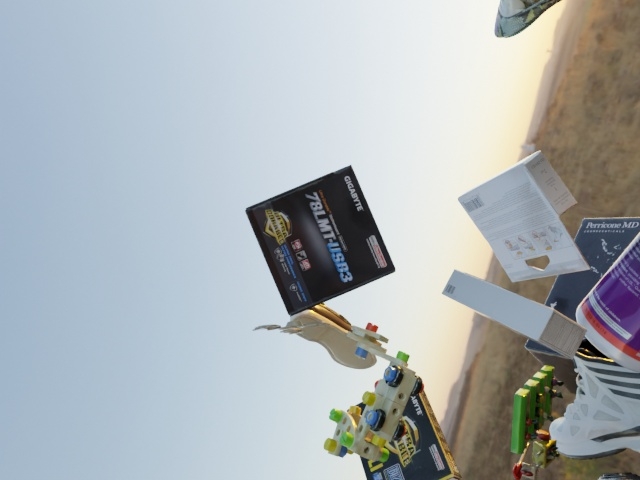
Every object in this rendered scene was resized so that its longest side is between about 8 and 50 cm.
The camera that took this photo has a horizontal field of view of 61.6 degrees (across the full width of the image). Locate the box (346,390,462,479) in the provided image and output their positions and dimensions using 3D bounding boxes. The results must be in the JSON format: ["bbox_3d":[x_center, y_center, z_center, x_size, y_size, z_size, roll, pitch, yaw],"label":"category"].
[{"bbox_3d":[0.241,0.613,1.628,0.079,0.257,0.322,41,-158,-44],"label":"box"}]

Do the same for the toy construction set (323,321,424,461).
[{"bbox_3d":[0.119,0.359,1.242,0.215,0.151,0.328,173,110,-69],"label":"toy construction set"}]

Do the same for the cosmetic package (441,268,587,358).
[{"bbox_3d":[0.330,0.121,0.941,0.098,0.239,0.060,30,-91,-29],"label":"cosmetic package"}]

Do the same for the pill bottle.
[{"bbox_3d":[0.630,0.074,0.969,0.181,0.181,0.323,-44,-19,-57],"label":"pill bottle"}]

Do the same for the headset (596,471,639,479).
[{"bbox_3d":[0.548,0.496,0.896,0.185,0.243,0.394,18,-60,-41],"label":"headset"}]

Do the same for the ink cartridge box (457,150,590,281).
[{"bbox_3d":[0.475,-0.041,1.246,0.066,0.261,0.296,-33,-1,-16],"label":"ink cartridge box"}]

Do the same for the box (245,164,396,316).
[{"bbox_3d":[0.000,0.000,1.358,0.073,0.293,0.296,55,-167,-89],"label":"box"}]

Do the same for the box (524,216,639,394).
[{"bbox_3d":[0.910,0.203,1.455,0.297,0.480,0.472,42,-110,-25],"label":"box"}]

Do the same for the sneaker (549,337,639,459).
[{"bbox_3d":[0.652,0.353,1.252,0.169,0.258,0.447,-21,-16,-20],"label":"sneaker"}]

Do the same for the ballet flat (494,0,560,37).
[{"bbox_3d":[0.329,-0.382,0.807,0.221,0.079,0.077,-13,68,60],"label":"ballet flat"}]

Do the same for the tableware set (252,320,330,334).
[{"bbox_3d":[-0.070,0.214,1.313,0.168,0.141,0.020,13,-113,-50],"label":"tableware set"}]

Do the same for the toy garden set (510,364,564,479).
[{"bbox_3d":[0.432,0.374,1.053,0.244,0.049,0.204,-3,-83,-55],"label":"toy garden set"}]

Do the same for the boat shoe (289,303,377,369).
[{"bbox_3d":[0.041,0.262,1.524,0.116,0.324,0.097,-39,32,24],"label":"boat shoe"}]
